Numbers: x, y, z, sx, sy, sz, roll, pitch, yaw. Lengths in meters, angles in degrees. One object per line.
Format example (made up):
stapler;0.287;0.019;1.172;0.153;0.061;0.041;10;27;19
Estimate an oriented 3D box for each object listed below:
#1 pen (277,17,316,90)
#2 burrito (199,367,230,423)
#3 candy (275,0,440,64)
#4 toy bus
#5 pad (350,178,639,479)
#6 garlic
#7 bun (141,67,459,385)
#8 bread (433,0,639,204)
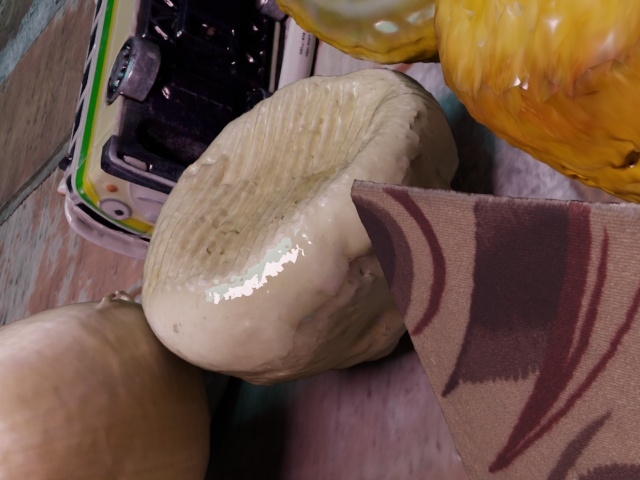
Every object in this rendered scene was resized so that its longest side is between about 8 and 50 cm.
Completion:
pen;-0.016;-0.165;1.112;0.026;0.026;0.218;-28;46;51
burrito;-0.081;0.066;1.020;0.064;0.064;0.203;1;72;62
candy;0.056;-0.234;0.831;0.260;0.118;0.260;10;106;40
toy bus;-0.130;-0.132;1.168;0.179;0.143;0.305;-40;38;46
pad;0.123;0.081;0.515;0.004;0.220;0.330;-29;16;-21
garlic;-0.169;0.175;0.865;0.313;0.249;0.286;148;137;-71
bun;0.000;0.000;0.840;0.231;0.133;0.231;-30;28;18
bread;0.169;-0.158;0.473;0.337;0.204;0.358;134;140;-52
